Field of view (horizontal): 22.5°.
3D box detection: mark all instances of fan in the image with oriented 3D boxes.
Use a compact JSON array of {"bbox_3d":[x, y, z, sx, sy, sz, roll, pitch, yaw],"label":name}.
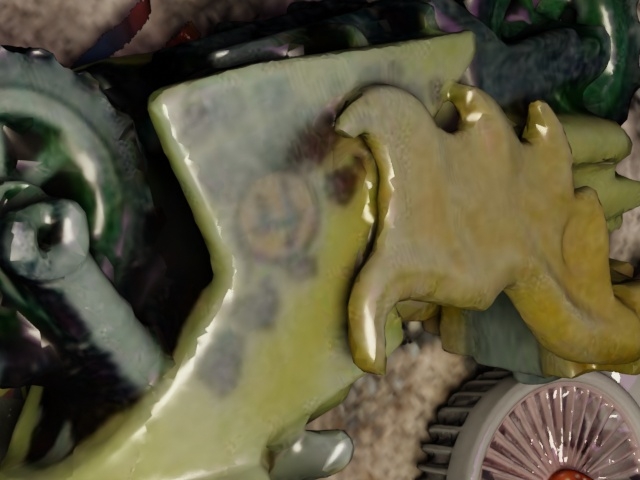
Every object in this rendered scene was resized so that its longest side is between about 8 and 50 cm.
[{"bbox_3d":[0.148,0.089,0.848,0.244,0.074,0.130,-47,112,-24],"label":"fan"}]

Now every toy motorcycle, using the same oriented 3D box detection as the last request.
[{"bbox_3d":[0.000,0.000,0.686,0.410,0.168,0.237,-21,110,-33],"label":"toy motorcycle"}]

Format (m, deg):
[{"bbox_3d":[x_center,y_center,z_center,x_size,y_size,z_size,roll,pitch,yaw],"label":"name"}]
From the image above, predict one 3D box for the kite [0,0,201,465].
[{"bbox_3d":[-0.122,-0.011,0.695,0.245,0.015,0.141,-54,134,-27],"label":"kite"}]
